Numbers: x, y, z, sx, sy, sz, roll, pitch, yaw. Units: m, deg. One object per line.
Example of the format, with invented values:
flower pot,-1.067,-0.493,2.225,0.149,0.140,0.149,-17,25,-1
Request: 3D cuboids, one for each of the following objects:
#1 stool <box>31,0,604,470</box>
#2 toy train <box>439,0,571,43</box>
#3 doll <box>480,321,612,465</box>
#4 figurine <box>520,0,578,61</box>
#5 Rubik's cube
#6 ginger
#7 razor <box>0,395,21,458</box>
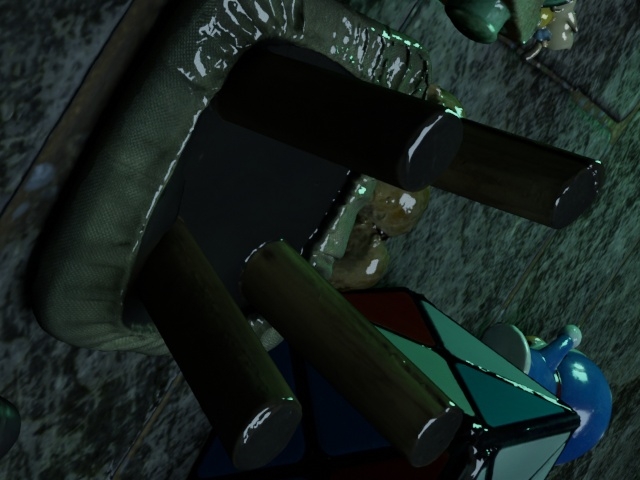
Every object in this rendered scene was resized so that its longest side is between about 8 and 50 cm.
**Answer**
stool,0.000,0.000,1.113,0.310,0.226,0.310,11,112,-54
toy train,0.176,-0.297,1.154,0.326,0.159,0.129,-55,158,-7
doll,0.258,0.194,1.963,0.215,0.161,0.257,-44,140,9
figurine,0.215,-0.207,1.474,0.050,0.047,0.083,-32,144,-20
Rubik's cube,0.063,0.209,1.492,0.250,0.248,0.246,2,122,-60
ginger,0.058,-0.043,1.359,0.204,0.080,0.104,-57,161,1
razor,-0.267,0.128,1.033,0.090,0.054,0.148,-53,155,-3
